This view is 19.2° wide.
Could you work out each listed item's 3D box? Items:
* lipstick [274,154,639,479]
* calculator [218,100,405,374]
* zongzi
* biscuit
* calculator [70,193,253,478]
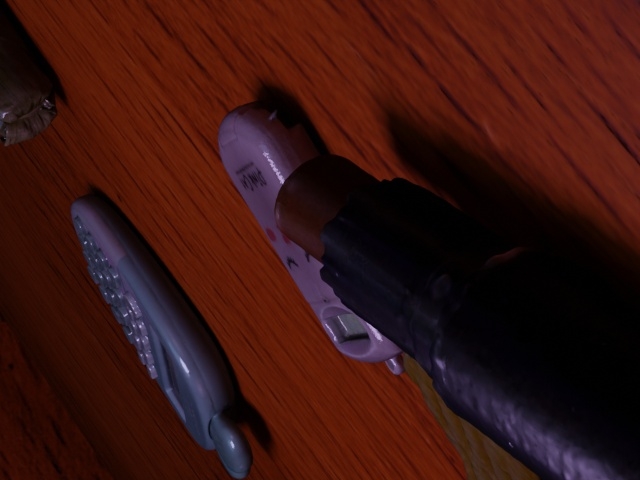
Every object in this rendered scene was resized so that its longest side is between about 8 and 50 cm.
[{"bbox_3d":[0.073,0.035,0.797,0.299,0.081,0.081,39,156,49],"label":"lipstick"},{"bbox_3d":[0.000,0.000,1.053,0.175,0.032,0.100,58,165,-4],"label":"calculator"},{"bbox_3d":[-0.284,-0.176,1.536,0.160,0.078,0.176,35,150,44],"label":"zongzi"},{"bbox_3d":[0.105,0.128,0.979,0.176,0.031,0.228,51,165,28],"label":"biscuit"},{"bbox_3d":[-0.133,0.082,1.628,0.295,0.042,0.184,54,165,25],"label":"calculator"}]
